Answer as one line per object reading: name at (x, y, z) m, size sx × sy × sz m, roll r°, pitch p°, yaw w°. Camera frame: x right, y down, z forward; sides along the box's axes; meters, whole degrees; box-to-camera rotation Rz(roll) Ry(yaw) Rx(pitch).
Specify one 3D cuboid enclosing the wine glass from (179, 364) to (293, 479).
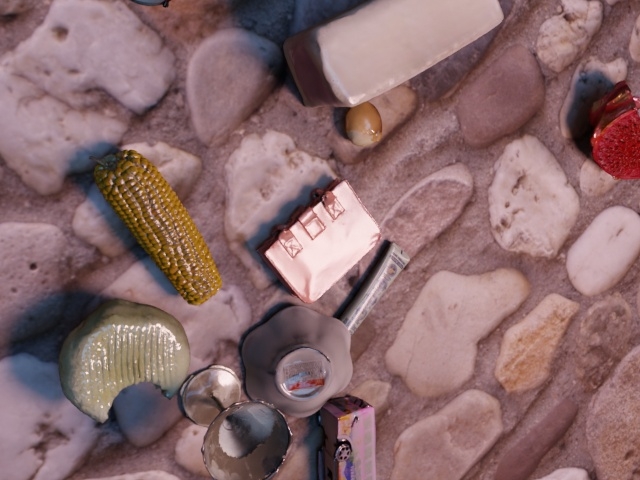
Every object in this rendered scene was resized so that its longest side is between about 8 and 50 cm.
wine glass at (-0.160, 0.307, 1.159) m, size 0.156 × 0.232 × 0.156 m, roll -4°, pitch 99°, yaw -24°

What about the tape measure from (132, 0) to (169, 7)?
tape measure at (-0.274, -0.441, 1.060) m, size 0.125 × 0.081 × 0.146 m, roll -12°, pitch 104°, yaw -11°

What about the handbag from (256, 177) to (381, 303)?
handbag at (0.000, 0.000, 1.271) m, size 0.212 × 0.059 × 0.157 m, roll -43°, pitch 114°, yaw -13°

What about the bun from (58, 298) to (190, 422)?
bun at (-0.331, 0.198, 1.122) m, size 0.213 × 0.126 × 0.203 m, roll 19°, pitch 91°, yaw -33°

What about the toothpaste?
toothpaste at (0.095, 0.111, 1.344) m, size 0.062 × 0.039 × 0.239 m, roll 41°, pitch 81°, yaw -26°

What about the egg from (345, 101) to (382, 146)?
egg at (0.080, -0.221, 1.261) m, size 0.071 × 0.071 × 0.083 m, roll -8°, pitch 88°, yaw -22°

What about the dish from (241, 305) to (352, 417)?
dish at (-0.037, 0.240, 1.262) m, size 0.229 × 0.081 × 0.229 m, roll -2°, pitch 102°, yaw -11°

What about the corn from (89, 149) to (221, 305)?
corn at (-0.267, -0.027, 1.126) m, size 0.101 × 0.101 × 0.310 m, roll -38°, pitch 110°, yaw -13°

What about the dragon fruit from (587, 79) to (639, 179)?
dragon fruit at (0.662, -0.246, 1.496) m, size 0.274 × 0.126 × 0.161 m, roll 39°, pitch 44°, yaw -42°

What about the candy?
candy at (0.118, -0.362, 1.176) m, size 0.359 × 0.208 × 0.145 m, roll -31°, pitch 109°, yaw -15°

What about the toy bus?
toy bus at (0.054, 0.460, 1.361) m, size 0.112 × 0.090 × 0.274 m, roll -9°, pitch 104°, yaw -31°
